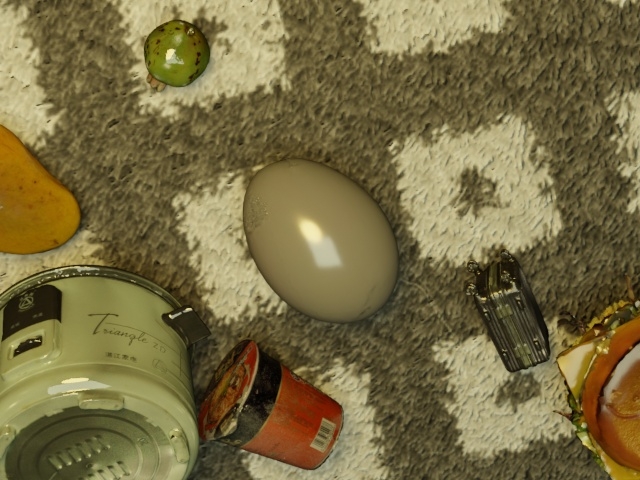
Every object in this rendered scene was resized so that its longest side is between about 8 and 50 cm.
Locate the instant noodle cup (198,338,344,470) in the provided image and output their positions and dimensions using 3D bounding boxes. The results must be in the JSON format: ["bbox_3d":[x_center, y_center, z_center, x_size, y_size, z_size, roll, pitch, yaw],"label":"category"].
[{"bbox_3d":[-0.052,0.196,1.292,0.135,0.127,0.127,29,102,-21],"label":"instant noodle cup"}]

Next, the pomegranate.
[{"bbox_3d":[-0.154,-0.195,1.192,0.073,0.084,0.073,2,86,-26],"label":"pomegranate"}]

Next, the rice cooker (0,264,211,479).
[{"bbox_3d":[-0.248,0.158,1.203,0.280,0.227,0.241,-26,128,9],"label":"rice cooker"}]

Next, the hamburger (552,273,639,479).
[{"bbox_3d":[0.384,0.158,1.300,0.243,0.139,0.262,-23,108,0],"label":"hamburger"}]

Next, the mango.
[{"bbox_3d":[-0.344,-0.051,1.205,0.115,0.090,0.178,-42,114,0],"label":"mango"}]

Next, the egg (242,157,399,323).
[{"bbox_3d":[0.000,0.000,1.216,0.146,0.146,0.199,-34,100,6],"label":"egg"}]

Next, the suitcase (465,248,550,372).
[{"bbox_3d":[0.215,0.082,1.292,0.059,0.086,0.126,-21,108,17],"label":"suitcase"}]
